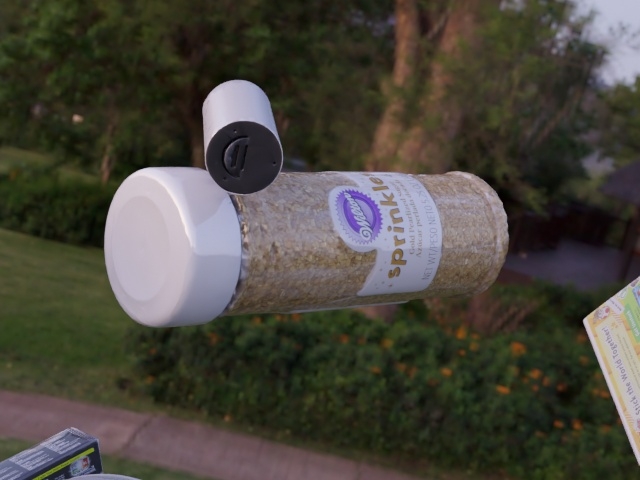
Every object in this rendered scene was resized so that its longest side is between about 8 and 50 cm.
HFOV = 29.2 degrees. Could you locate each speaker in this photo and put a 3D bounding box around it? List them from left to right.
[{"bbox_3d":[-0.059,-0.077,0.899,0.055,0.055,0.136,14,16,-11],"label":"speaker"}]

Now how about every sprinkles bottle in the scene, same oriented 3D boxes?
[{"bbox_3d":[0.000,0.000,1.025,0.355,0.121,0.121,-3,18,-41],"label":"sprinkles bottle"}]

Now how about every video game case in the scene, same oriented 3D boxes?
[{"bbox_3d":[0.395,0.106,1.320,0.026,0.206,0.227,33,28,-30],"label":"video game case"}]

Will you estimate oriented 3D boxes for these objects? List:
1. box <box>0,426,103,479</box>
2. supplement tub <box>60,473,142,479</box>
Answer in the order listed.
[{"bbox_3d":[-0.383,0.386,1.530,0.060,0.216,0.270,12,26,40],"label":"box"},{"bbox_3d":[-0.204,0.315,1.012,0.236,0.235,0.325,17,-6,9],"label":"supplement tub"}]
